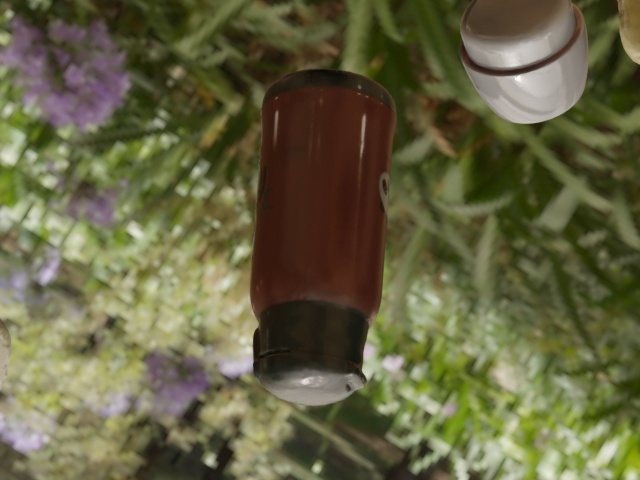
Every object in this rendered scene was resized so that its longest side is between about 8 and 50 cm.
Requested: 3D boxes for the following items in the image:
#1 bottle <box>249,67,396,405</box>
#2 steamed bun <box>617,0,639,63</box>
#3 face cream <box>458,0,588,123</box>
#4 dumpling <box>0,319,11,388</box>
[{"bbox_3d":[0.000,0.000,1.637,0.144,0.336,0.144,3,154,1],"label":"bottle"},{"bbox_3d":[0.379,-0.220,1.569,0.172,0.141,0.155,5,175,16],"label":"steamed bun"},{"bbox_3d":[0.188,-0.174,1.481,0.117,0.117,0.104,26,151,43],"label":"face cream"},{"bbox_3d":[-0.316,0.104,1.234,0.176,0.150,0.092,20,170,-31],"label":"dumpling"}]
